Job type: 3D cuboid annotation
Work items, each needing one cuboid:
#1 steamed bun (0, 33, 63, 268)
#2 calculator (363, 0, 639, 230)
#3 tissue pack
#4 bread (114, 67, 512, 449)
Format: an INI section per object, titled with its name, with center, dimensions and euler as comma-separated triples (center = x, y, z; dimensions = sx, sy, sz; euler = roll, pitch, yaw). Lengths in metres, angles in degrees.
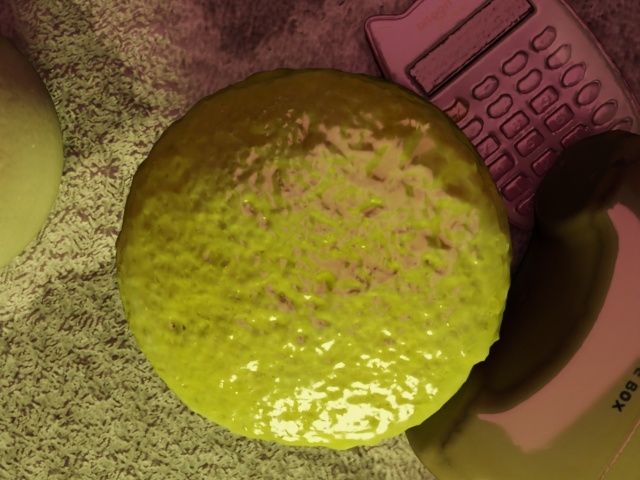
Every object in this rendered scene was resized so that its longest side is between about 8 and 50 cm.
[steamed bun]
center = -0.387, -0.084, 1.845
dimensions = 0.283, 0.177, 0.283
euler = 0, 95, -3
[calculator]
center = 0.188, -0.149, 1.931
dimensions = 0.194, 0.043, 0.294
euler = -40, 99, 1
[tissue pack]
center = 0.282, 0.109, 1.842
dimensions = 0.277, 0.267, 0.387
euler = 32, 92, -12
[bread]
center = 0.000, 0.000, 1.794
dimensions = 0.348, 0.308, 0.348
euler = 1, 101, 3
